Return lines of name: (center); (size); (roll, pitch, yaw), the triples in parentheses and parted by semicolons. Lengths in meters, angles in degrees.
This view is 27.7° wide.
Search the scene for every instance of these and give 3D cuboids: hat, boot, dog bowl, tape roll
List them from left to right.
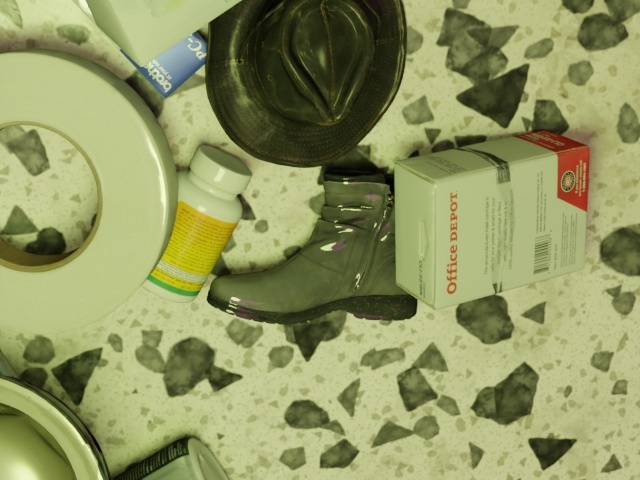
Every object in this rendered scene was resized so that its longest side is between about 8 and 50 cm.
dog bowl: (-0.476, 0.368, 1.807); (0.407, 0.150, 0.408); (0, 95, 3)
tape roll: (-0.389, -0.065, 1.765); (0.391, 0.072, 0.392); (1, 103, 5)
boot: (0.000, 0.000, 1.903); (0.338, 0.118, 0.223); (-2, 109, -22)
hat: (0.001, -0.247, 1.766); (0.331, 0.134, 0.331); (-7, 110, -20)

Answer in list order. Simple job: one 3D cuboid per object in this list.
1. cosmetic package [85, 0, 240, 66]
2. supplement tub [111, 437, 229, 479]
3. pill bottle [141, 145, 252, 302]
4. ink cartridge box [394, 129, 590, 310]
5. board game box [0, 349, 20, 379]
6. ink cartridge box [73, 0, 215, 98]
cosmetic package: (-0.201, -0.381, 1.612); (0.224, 0.138, 0.225); (-36, 141, -12)
supplement tub: (-0.284, 0.454, 1.977); (0.316, 0.193, 0.194); (-31, 113, 4)
pill bottle: (-0.183, -0.025, 1.847); (0.117, 0.117, 0.208); (25, 105, -18)
ink cartridge box: (0.246, -0.034, 1.877); (0.272, 0.114, 0.197); (-13, 114, -27)
board game box: (-0.582, 0.299, 1.933); (0.318, 0.066, 0.318); (-26, 113, 1)
ink cartridge box: (-0.246, -0.302, 1.766); (0.097, 0.046, 0.207); (-40, 112, 8)
